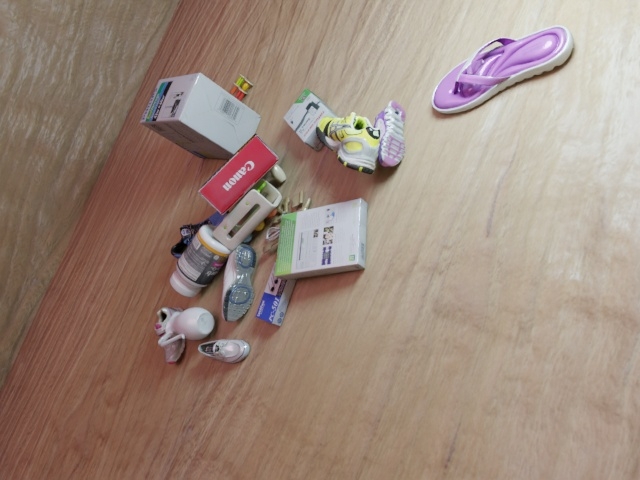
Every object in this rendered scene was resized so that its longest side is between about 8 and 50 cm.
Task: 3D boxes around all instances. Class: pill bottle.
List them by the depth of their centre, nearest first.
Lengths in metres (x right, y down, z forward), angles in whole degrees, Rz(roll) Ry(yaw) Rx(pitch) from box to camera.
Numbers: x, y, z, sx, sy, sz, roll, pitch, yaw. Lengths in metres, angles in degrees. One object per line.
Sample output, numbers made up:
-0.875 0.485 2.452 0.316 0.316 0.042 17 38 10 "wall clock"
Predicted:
-0.479 0.085 2.053 0.278 0.162 0.162 -52 44 19 "pill bottle"

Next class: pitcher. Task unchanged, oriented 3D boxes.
-0.524 0.344 1.980 0.207 0.125 0.178 -11 33 38 "pitcher"

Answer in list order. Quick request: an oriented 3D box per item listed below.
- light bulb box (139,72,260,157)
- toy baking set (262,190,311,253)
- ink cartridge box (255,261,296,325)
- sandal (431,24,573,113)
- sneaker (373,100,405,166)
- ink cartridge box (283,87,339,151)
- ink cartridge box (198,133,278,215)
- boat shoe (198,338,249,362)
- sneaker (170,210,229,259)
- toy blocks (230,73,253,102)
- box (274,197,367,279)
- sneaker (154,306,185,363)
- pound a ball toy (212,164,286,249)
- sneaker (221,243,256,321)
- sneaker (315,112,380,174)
-0.530 -0.533 2.254 0.361 0.358 0.225 12 78 44 "light bulb box"
-0.125 -0.064 1.888 0.196 0.030 0.256 -2 63 51 "toy baking set"
-0.149 0.184 1.780 0.097 0.046 0.207 11 78 46 "ink cartridge box"
0.491 -0.506 1.460 0.416 0.102 0.169 -20 58 36 "sandal"
0.212 -0.334 1.660 0.104 0.095 0.236 -19 54 44 "sneaker"
-0.032 -0.460 1.944 0.153 0.087 0.208 -50 46 15 "ink cartridge box"
-0.312 -0.257 1.963 0.309 0.130 0.272 -44 15 3 "ink cartridge box"
-0.357 0.402 1.853 0.226 0.075 0.083 -17 60 38 "boat shoe"
-0.502 -0.020 2.138 0.330 0.147 0.130 -43 47 17 "sneaker"
-0.393 -0.706 2.427 0.148 0.054 0.123 -52 45 12 "toy blocks"
0.000 0.000 1.687 0.322 0.058 0.232 -9 63 30 "box"
-0.628 0.383 2.092 0.103 0.111 0.252 -35 51 27 "sneaker"
-0.249 -0.123 1.981 0.319 0.135 0.208 -42 13 26 "pound a ball toy"
-0.318 0.165 1.928 0.129 0.111 0.297 -23 51 53 "sneaker"
0.103 -0.349 1.687 0.147 0.145 0.385 -66 32 21 "sneaker"
